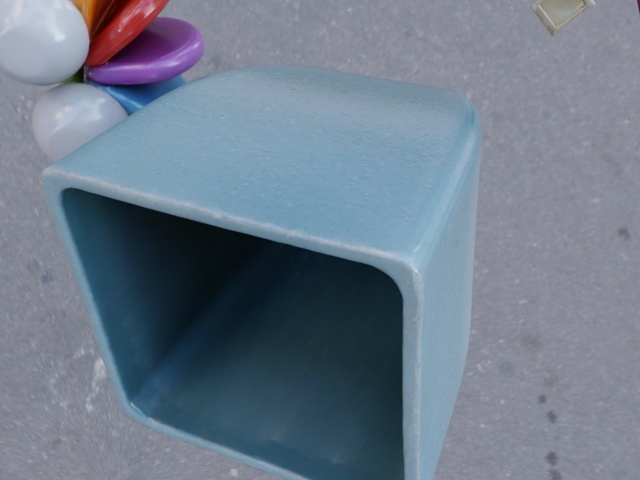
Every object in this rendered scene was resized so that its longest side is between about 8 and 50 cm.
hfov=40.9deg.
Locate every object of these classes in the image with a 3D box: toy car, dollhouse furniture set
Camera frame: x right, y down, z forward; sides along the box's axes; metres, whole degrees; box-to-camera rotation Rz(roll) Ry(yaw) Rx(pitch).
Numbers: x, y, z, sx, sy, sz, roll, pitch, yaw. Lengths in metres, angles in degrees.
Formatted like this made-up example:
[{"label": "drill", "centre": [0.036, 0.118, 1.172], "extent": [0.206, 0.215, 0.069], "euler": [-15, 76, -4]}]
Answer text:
[{"label": "toy car", "centre": [-0.160, -0.153, 0.662], "extent": [0.136, 0.182, 0.159], "euler": [-10, 39, 10]}, {"label": "dollhouse furniture set", "centre": [0.285, -0.348, 0.949], "extent": [0.182, 0.101, 0.161], "euler": [-36, 92, 20]}]

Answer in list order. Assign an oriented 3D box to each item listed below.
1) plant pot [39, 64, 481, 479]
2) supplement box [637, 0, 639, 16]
[{"label": "plant pot", "centre": [0.000, 0.000, 0.627], "extent": [0.248, 0.247, 0.252], "euler": [14, 45, 22]}, {"label": "supplement box", "centre": [0.214, -0.164, 0.509], "extent": [0.055, 0.083, 0.043], "euler": [-7, 40, 25]}]
